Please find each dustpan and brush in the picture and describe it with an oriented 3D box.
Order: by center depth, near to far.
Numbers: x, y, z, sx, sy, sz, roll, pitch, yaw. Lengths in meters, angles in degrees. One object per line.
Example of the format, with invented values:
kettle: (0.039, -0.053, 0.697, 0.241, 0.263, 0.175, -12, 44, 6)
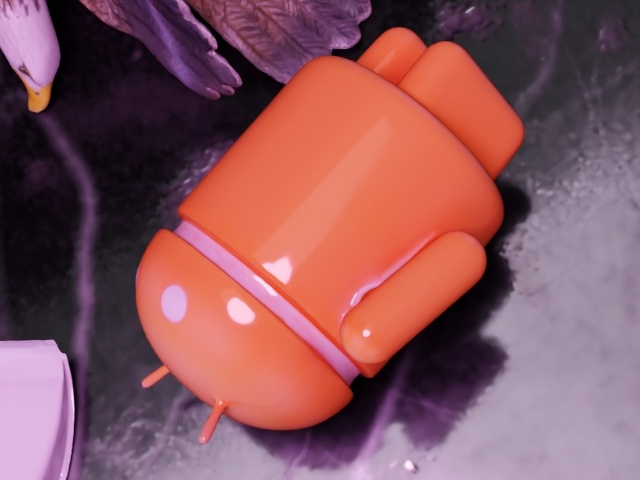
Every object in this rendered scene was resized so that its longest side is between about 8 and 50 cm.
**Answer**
dustpan and brush: (-0.198, 0.161, 0.756, 0.147, 0.060, 0.211, -2, 66, -3)

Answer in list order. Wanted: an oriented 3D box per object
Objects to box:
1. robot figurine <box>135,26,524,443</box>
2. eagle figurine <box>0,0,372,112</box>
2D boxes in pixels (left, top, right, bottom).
robot figurine: (0.001, 0.000, 0.724, 0.158, 0.128, 0.219, 39, 83, 18)
eagle figurine: (-0.141, -0.166, 0.778, 0.298, 0.225, 0.226, 4, 61, 22)
